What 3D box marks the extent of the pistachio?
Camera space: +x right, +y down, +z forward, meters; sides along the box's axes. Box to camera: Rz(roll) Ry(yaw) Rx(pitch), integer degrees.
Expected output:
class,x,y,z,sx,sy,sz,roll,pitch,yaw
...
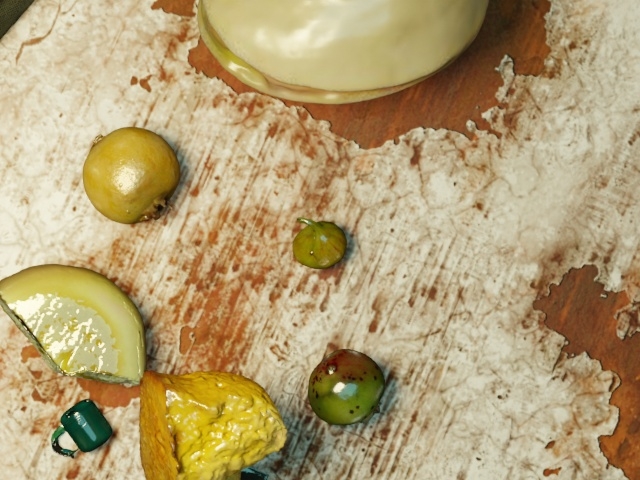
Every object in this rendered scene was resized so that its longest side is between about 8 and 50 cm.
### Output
class,x,y,z,sx,sy,sz,roll,pitch,yaw
pistachio,0.033,-0.382,1.780,0.446,0.281,0.365,-4,71,-2

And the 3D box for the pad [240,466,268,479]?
class,x,y,z,sx,sy,sz,roll,pitch,yaw
pad,-0.178,0.440,1.888,0.127,0.004,0.190,24,87,-6

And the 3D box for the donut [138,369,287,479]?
class,x,y,z,sx,sy,sz,roll,pitch,yaw
donut,-0.150,0.391,1.718,0.164,0.378,0.434,-9,86,-21

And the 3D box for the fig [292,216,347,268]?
class,x,y,z,sx,sy,sz,roll,pitch,yaw
fig,0.000,0.000,1.866,0.084,0.098,0.082,24,64,14

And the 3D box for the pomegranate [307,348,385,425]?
class,x,y,z,sx,sy,sz,roll,pitch,yaw
pomegranate,0.041,0.235,1.866,0.130,0.130,0.130,0,90,-7

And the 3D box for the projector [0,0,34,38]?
class,x,y,z,sx,sy,sz,roll,pitch,yaw
projector,-0.604,-0.474,1.725,0.395,0.242,0.405,40,84,-4

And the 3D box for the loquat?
class,x,y,z,sx,sy,sz,roll,pitch,yaw
loquat,-0.290,-0.099,1.812,0.163,0.137,0.163,4,73,-12

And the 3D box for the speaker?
class,x,y,z,sx,sy,sz,roll,pitch,yaw
speaker,-0.379,0.299,1.846,0.094,0.060,0.075,-32,94,29

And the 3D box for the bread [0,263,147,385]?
class,x,y,z,sx,sy,sz,roll,pitch,yaw
bread,-0.365,0.129,1.803,0.156,0.158,0.260,-40,94,-16
